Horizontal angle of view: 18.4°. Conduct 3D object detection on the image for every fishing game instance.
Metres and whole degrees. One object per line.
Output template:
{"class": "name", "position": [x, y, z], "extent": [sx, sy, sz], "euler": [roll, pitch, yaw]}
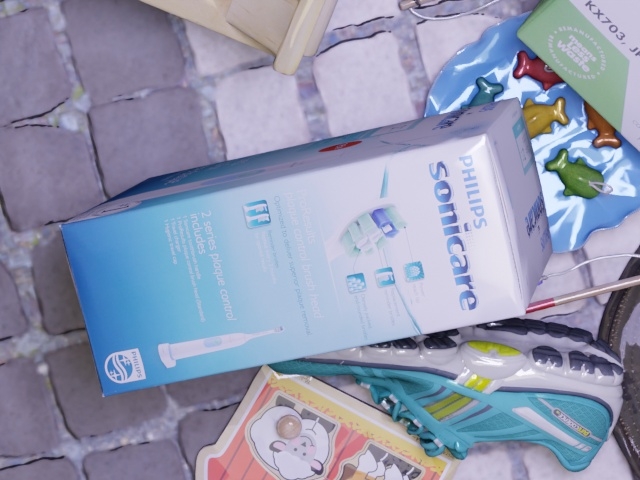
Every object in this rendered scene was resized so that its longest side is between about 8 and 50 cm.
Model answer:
{"class": "fishing game", "position": [0.170, -0.081, 1.462], "extent": [0.189, 0.041, 0.264], "euler": [-13, 89, 3]}

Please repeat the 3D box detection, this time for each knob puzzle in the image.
{"class": "knob puzzle", "position": [-0.010, 0.211, 1.516], "extent": [0.213, 0.030, 0.213], "euler": [0, 98, -1]}

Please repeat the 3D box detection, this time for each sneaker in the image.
{"class": "sneaker", "position": [0.088, 0.112, 1.472], "extent": [0.275, 0.107, 0.110], "euler": [12, 109, -1]}

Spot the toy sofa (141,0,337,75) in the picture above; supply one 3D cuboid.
{"class": "toy sofa", "position": [-0.145, -0.257, 1.370], "extent": [0.363, 0.177, 0.150], "euler": [22, 105, -3]}

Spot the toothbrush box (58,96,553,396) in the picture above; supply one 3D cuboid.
{"class": "toothbrush box", "position": [0.000, 0.000, 1.368], "extent": [0.296, 0.216, 0.126], "euler": [-11, 98, 14]}

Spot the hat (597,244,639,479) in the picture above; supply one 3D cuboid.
{"class": "hat", "position": [0.377, 0.091, 1.452], "extent": [0.331, 0.134, 0.331], "euler": [0, 98, -1]}

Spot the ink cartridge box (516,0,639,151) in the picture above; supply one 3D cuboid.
{"class": "ink cartridge box", "position": [0.311, -0.178, 1.301], "extent": [0.207, 0.353, 0.119], "euler": [42, 58, -4]}
